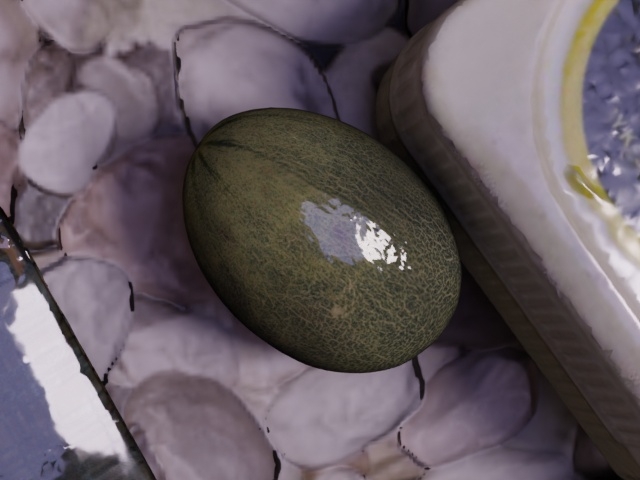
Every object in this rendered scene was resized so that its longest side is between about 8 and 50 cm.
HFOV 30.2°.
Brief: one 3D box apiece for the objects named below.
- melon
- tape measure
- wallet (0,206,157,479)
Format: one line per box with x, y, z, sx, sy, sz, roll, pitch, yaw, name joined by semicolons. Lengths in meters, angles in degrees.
0.000;0.000;0.498;0.131;0.098;0.098;40;77;-12;melon
0.181;-0.025;0.539;0.231;0.133;0.271;-35;90;-11;tape measure
-0.222;0.122;0.431;0.317;0.044;0.169;-32;99;-23;wallet
